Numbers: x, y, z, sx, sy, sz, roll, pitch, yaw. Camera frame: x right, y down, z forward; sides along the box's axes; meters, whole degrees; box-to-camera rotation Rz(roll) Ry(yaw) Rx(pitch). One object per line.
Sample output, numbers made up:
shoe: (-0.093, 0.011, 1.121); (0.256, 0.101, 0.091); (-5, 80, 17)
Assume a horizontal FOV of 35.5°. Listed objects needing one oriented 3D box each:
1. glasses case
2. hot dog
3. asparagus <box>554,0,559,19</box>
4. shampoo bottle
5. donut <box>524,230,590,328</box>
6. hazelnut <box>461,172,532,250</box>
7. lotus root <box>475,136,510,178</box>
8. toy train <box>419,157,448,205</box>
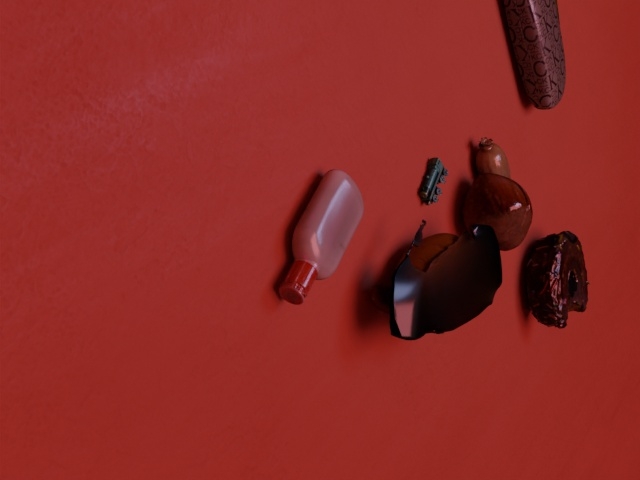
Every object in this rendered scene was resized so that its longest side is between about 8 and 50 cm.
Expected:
glasses case: (0.465, -0.453, 2.158); (0.137, 0.085, 0.355); (-51, 131, -45)
hot dog: (0.183, 0.066, 1.731); (0.326, 0.107, 0.194); (-4, 84, -47)
asparagus: (0.535, -0.481, 2.305); (0.045, 0.041, 0.179); (-2, 92, -65)
shampoo bottle: (0.000, 0.000, 1.492); (0.221, 0.051, 0.108); (-63, 141, -35)
donut: (0.529, 0.087, 2.258); (0.230, 0.095, 0.216); (-36, 118, -50)
hazelnut: (0.340, -0.056, 1.950); (0.143, 0.143, 0.154); (-66, 148, -31)
lotus root: (0.347, -0.149, 2.006); (0.073, 0.062, 0.150); (-57, 136, -39)
toy train: (0.206, -0.107, 1.826); (0.045, 0.029, 0.092); (48, 53, -36)
